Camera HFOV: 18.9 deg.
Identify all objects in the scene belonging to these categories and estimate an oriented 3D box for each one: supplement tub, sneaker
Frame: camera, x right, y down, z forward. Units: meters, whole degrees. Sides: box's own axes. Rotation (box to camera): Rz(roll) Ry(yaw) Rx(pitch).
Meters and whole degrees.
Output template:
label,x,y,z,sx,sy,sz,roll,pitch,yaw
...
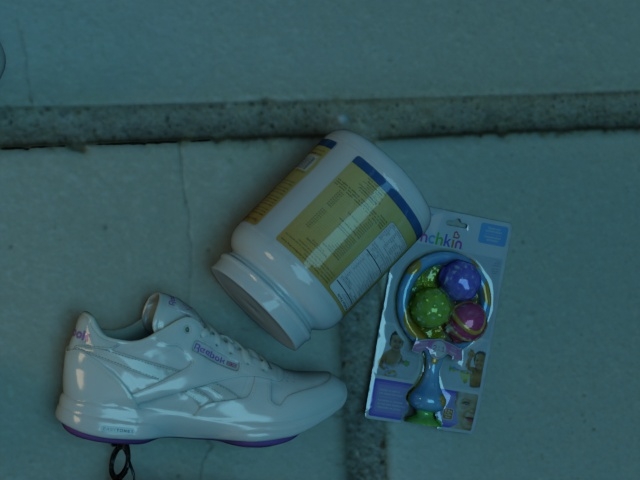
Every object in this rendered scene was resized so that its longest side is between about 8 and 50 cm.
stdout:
label,x,y,z,sx,sy,sz,roll,pitch,yaw
supplement tub,0.000,0.000,1.965,0.199,0.144,0.144,-45,109,-10
sneaker,-0.113,0.131,1.951,0.305,0.114,0.152,2,96,-21

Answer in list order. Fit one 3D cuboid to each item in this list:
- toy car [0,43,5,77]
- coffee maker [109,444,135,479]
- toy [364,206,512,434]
label,x,y,z,sx,sy,sz,roll,pitch,yaw
toy car,-0.383,-0.186,1.801,0.159,0.136,0.182,-27,105,-17
coffee maker,-0.130,0.302,1.962,0.178,0.120,0.171,10,91,-22
toy,0.137,0.088,2.075,0.137,0.056,0.237,11,92,-23
